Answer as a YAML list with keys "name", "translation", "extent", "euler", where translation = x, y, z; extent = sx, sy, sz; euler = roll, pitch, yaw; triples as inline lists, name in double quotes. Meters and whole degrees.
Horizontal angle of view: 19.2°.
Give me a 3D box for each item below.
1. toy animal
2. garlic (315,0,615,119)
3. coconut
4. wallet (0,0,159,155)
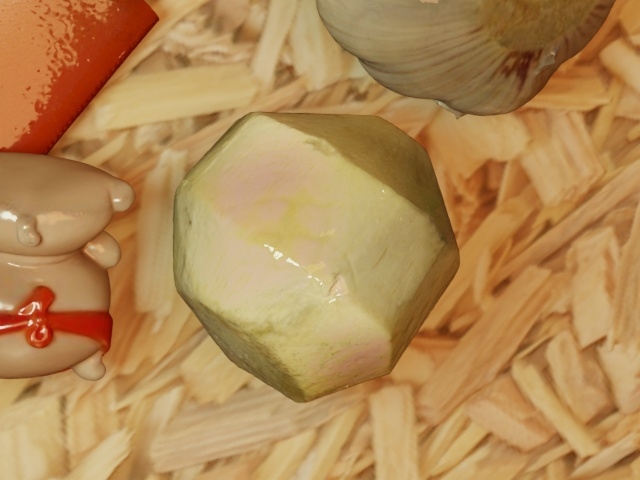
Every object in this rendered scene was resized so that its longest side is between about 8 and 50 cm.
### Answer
- name: "toy animal"
  translation: [-0.242, 0.029, 1.564]
  extent: [0.171, 0.171, 0.198]
  euler: [2, 111, -21]
- name: "garlic"
  translation: [0.146, -0.262, 1.668]
  extent: [0.321, 0.241, 0.322]
  euler: [-1, 127, -1]
- name: "coconut"
  translation: [0.000, 0.000, 1.618]
  extent: [0.259, 0.259, 0.259]
  euler: [0, 91, -21]
- name: "wallet"
  translation: [-0.252, -0.163, 1.620]
  extent: [0.142, 0.045, 0.204]
  euler: [41, 77, -15]
